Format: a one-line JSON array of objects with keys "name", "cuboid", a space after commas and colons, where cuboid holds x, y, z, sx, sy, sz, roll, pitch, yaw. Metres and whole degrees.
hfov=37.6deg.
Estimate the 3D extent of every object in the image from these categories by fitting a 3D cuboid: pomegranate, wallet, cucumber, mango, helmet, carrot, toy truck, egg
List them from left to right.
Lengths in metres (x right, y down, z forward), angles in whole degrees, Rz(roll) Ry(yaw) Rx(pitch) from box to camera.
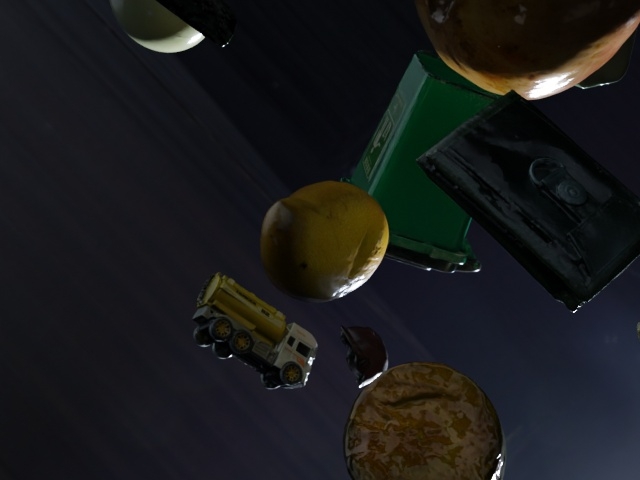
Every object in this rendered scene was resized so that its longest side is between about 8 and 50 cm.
[{"name": "egg", "cuboid": [-0.282, -0.440, 1.668, 0.188, 0.254, 0.188, -19, 133, -22]}, {"name": "cucumber", "cuboid": [-0.190, -0.347, 1.232, 0.062, 0.211, 0.078, -35, -140, 31]}, {"name": "toy truck", "cuboid": [-0.111, 0.155, 1.580, 0.098, 0.227, 0.114, -24, -146, 59]}, {"name": "mango", "cuboid": [-0.004, -0.001, 1.197, 0.262, 0.109, 0.157, 6, 98, -57]}, {"name": "helmet", "cuboid": [0.081, 0.197, 1.670, 0.070, 0.123, 0.098, -17, -146, -10]}, {"name": "carrot", "cuboid": [0.159, 0.316, 1.421, 0.241, 0.241, 0.341, -43, 159, -5]}, {"name": "pomegranate", "cuboid": [0.288, -0.361, 1.254, 0.338, 0.338, 0.338, -43, 180, 0]}, {"name": "wallet", "cuboid": [0.239, -0.052, 1.011, 0.160, 0.236, 0.055, -36, 163, -25]}]

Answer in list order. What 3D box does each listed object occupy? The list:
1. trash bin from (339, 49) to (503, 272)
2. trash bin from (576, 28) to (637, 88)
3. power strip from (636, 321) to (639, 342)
[{"name": "trash bin", "cuboid": [0.225, -0.148, 1.850, 0.259, 0.295, 0.381, -97, -153, -63]}, {"name": "trash bin", "cuboid": [0.371, -0.412, 1.635, 0.158, 0.343, 0.223, -15, 124, -32]}, {"name": "power strip", "cuboid": [0.657, 0.230, 1.791, 0.080, 0.227, 0.029, -10, -156, 23]}]
